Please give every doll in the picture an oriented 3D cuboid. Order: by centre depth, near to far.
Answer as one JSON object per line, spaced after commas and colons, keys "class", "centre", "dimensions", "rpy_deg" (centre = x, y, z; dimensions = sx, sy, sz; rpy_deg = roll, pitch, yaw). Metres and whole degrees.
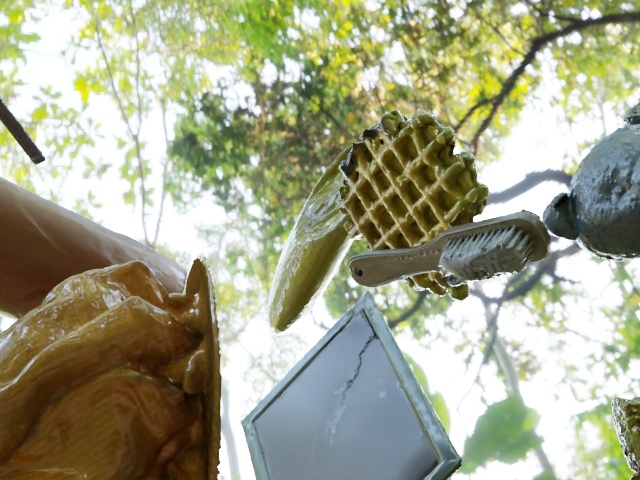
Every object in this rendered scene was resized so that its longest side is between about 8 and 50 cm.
{"class": "doll", "centre": [0.440, -0.039, 1.010], "dimensions": [0.246, 0.340, 0.158], "rpy_deg": [-48, -40, -20]}

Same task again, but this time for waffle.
{"class": "waffle", "centre": [0.133, -0.060, 1.367], "dimensions": [0.060, 0.307, 0.312], "rpy_deg": [-25, -47, -34]}

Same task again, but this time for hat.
{"class": "hat", "centre": [-0.203, 0.128, 0.663], "dimensions": [0.233, 0.234, 0.244], "rpy_deg": [1, -9, -16]}

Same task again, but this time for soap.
{"class": "soap", "centre": [-0.003, -0.002, 1.762], "dimensions": [0.115, 0.306, 0.427], "rpy_deg": [23, -54, -7]}

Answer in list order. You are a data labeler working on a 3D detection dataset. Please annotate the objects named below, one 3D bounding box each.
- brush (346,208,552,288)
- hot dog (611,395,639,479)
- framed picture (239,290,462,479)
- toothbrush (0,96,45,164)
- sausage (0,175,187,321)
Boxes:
{"class": "brush", "centre": [0.145, 0.029, 1.159], "dimensions": [0.327, 0.065, 0.070], "rpy_deg": [-13, -66, 48]}
{"class": "hot dog", "centre": [0.392, 0.221, 0.827], "dimensions": [0.261, 0.123, 0.093], "rpy_deg": [31, -42, -1]}
{"class": "framed picture", "centre": [0.019, 0.210, 0.946], "dimensions": [0.018, 0.293, 0.231], "rpy_deg": [36, -75, -30]}
{"class": "toothbrush", "centre": [-0.511, -0.237, 1.350], "dimensions": [0.024, 0.029, 0.354], "rpy_deg": [-24, -45, 2]}
{"class": "sausage", "centre": [-0.279, 0.017, 0.863], "dimensions": [0.304, 0.121, 0.121], "rpy_deg": [27, -59, -16]}
